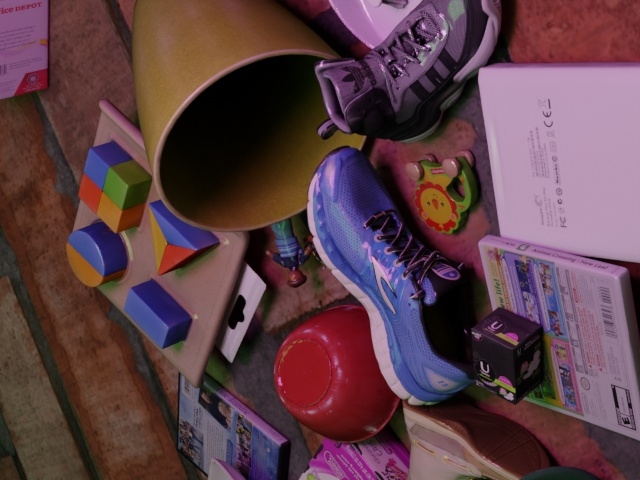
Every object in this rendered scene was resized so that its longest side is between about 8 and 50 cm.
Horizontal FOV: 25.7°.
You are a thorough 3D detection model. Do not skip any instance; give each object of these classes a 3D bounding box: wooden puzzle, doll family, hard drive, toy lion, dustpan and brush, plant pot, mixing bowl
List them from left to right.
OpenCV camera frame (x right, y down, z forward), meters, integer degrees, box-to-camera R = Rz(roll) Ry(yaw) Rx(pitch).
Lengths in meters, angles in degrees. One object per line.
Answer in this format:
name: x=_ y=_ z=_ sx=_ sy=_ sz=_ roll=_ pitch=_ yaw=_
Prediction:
wooden puzzle: x=-0.261 y=0.016 z=2.044 sx=0.322 sy=0.080 sz=0.348 roll=42 pitch=136 yaw=25
plant pot: x=-0.123 y=-0.208 z=1.732 sx=0.293 sy=0.274 sz=0.275 roll=59 pitch=145 yaw=38
doll family: x=0.000 y=0.000 z=1.813 sx=0.193 sy=0.076 sz=0.111 roll=-3 pitch=109 yaw=57
mixing bowl: x=0.007 y=0.170 z=1.803 sx=0.181 sy=0.098 sz=0.181 roll=-5 pitch=81 yaw=35
dustpan and brush: x=0.030 y=-0.319 z=1.623 sx=0.211 sy=0.060 sz=0.147 roll=46 pitch=138 yaw=26
toy lion: x=0.146 y=-0.054 z=1.638 sx=0.100 sy=0.034 sz=0.096 roll=-3 pitch=112 yaw=51
hard drive: x=0.296 y=-0.080 z=1.426 sx=0.307 sy=0.040 sz=0.203 roll=8 pitch=113 yaw=49

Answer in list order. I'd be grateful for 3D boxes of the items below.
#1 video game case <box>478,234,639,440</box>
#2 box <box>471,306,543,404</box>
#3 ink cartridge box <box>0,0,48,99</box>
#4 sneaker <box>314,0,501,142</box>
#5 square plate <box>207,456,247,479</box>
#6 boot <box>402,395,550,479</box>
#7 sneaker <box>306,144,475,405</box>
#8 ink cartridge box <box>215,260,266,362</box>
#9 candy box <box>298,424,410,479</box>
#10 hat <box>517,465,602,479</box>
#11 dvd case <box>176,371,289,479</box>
video game case: x=0.269 y=0.105 z=1.535 sx=0.193 sy=0.023 sz=0.212 roll=16 pitch=130 yaw=46
box: x=0.208 y=0.128 z=1.564 sx=0.062 sy=0.052 sz=0.083 roll=26 pitch=136 yaw=38
ink cartridge box: x=-0.504 y=-0.320 z=2.231 sx=0.072 sy=0.127 sz=0.175 roll=37 pitch=132 yaw=38
sneaker: x=0.087 y=-0.196 z=1.527 sx=0.101 sy=0.153 sz=0.268 roll=61 pitch=145 yaw=26
square plate: x=-0.060 y=0.536 z=2.138 sx=0.347 sy=0.049 sz=0.344 roll=42 pitch=142 yaw=31
boot: x=0.187 y=0.290 z=1.715 sx=0.213 sy=0.077 sz=0.165 roll=26 pitch=129 yaw=38
sneaker: x=0.105 y=0.031 z=1.662 sx=0.147 sy=0.130 sz=0.330 roll=-24 pitch=96 yaw=50
ink cartridge box: x=-0.162 y=0.034 z=2.050 sx=0.232 sy=0.066 sz=0.189 roll=43 pitch=137 yaw=18
candy box: x=0.050 y=0.356 z=1.920 sx=0.159 sy=0.071 sz=0.233 roll=50 pitch=140 yaw=22
hat: x=0.234 y=0.334 z=1.661 sx=0.208 sy=0.173 sz=0.183 roll=-63 pitch=17 yaw=5
dvd case: x=-0.141 y=0.319 z=2.180 sx=0.253 sy=0.022 sz=0.180 roll=33 pitch=132 yaw=37
